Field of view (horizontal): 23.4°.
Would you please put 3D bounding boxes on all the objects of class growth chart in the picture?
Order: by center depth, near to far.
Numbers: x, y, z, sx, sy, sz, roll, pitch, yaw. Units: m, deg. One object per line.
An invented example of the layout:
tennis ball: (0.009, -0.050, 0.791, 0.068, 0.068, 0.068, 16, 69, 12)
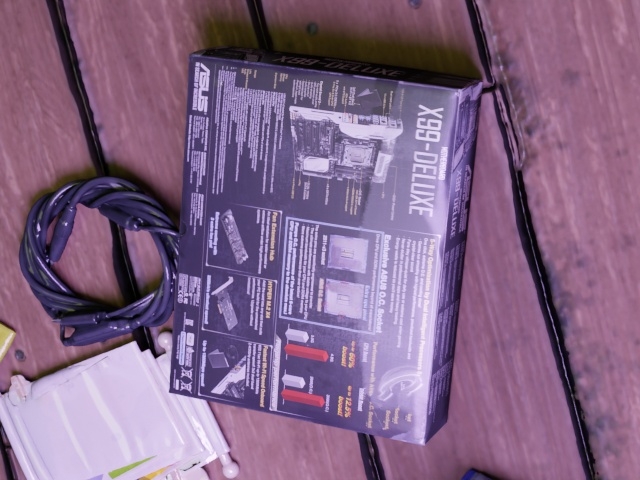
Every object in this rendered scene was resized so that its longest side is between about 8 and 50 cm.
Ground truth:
growth chart: (-0.200, 0.182, 1.465, 0.237, 0.021, 0.172, -17, 94, 23)

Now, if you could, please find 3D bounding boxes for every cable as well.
cable: (-0.193, 0.013, 1.417, 0.184, 0.047, 0.150, -18, 87, 31)

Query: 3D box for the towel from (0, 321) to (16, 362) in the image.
towel: (-0.393, 0.167, 1.502, 0.102, 0.021, 0.237, 30, 91, 8)

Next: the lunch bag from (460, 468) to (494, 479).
lunch bag: (0.146, 0.272, 1.275, 0.129, 0.151, 0.096, 22, 107, 15)

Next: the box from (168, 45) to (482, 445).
box: (0.000, 0.000, 1.320, 0.242, 0.076, 0.307, 9, 104, 20)
